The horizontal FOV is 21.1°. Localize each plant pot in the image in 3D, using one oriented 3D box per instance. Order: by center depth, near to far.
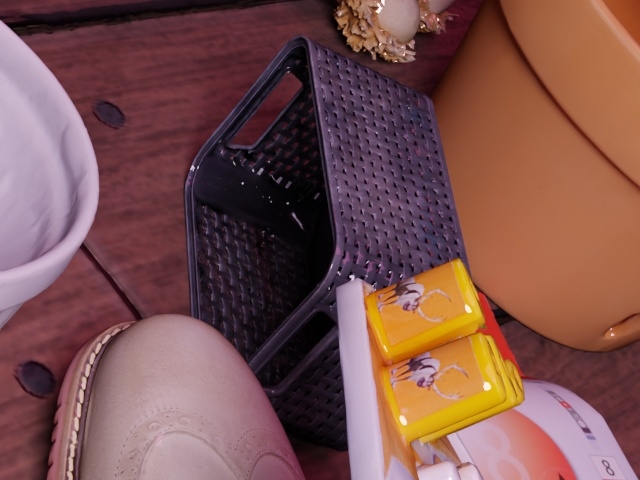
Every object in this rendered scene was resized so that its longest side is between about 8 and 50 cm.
[{"bbox_3d":[0.191,-0.067,1.080,0.291,0.203,0.291,29,34,-22],"label":"plant pot"}]

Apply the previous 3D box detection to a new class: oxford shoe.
[{"bbox_3d":[0.005,0.172,0.653,0.140,0.146,0.397,9,45,-41],"label":"oxford shoe"}]

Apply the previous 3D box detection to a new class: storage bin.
[{"bbox_3d":[0.000,0.000,0.872,0.084,0.122,0.180,23,37,-28],"label":"storage bin"}]

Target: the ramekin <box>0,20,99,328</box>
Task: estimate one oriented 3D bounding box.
[{"bbox_3d":[-0.204,-0.024,0.686,0.207,0.109,0.207,28,31,-19],"label":"ramekin"}]

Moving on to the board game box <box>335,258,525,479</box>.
[{"bbox_3d":[0.120,0.249,0.564,0.390,0.050,0.390,59,13,-29],"label":"board game box"}]

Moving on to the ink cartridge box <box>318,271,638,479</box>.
[{"bbox_3d":[0.092,0.084,0.948,0.145,0.045,0.179,8,48,-42],"label":"ink cartridge box"}]

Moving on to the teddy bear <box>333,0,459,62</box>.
[{"bbox_3d":[-0.029,-0.260,1.183,0.338,0.113,0.245,42,39,-16],"label":"teddy bear"}]
